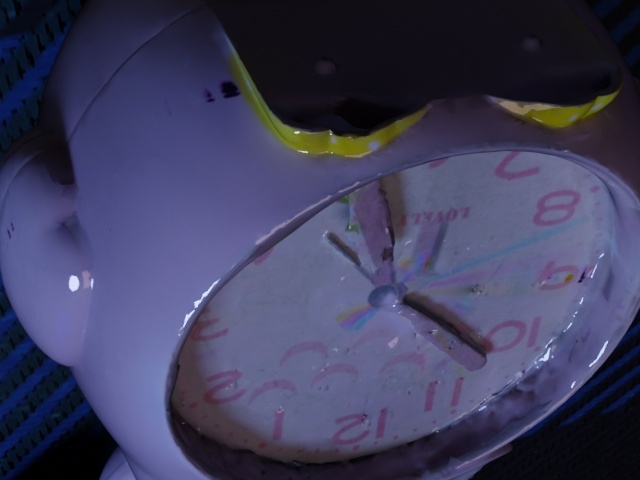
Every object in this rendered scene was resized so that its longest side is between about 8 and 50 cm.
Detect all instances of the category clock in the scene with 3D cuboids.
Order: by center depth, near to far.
[{"bbox_3d":[0.000,0.000,0.875,0.368,0.250,0.376,-9,136,-20],"label":"clock"}]

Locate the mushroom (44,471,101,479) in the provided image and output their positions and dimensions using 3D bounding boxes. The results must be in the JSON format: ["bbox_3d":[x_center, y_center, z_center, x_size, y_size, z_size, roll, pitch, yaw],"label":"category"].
[{"bbox_3d":[-0.171,0.336,1.199,0.260,0.345,0.345,-2,140,-26],"label":"mushroom"}]
